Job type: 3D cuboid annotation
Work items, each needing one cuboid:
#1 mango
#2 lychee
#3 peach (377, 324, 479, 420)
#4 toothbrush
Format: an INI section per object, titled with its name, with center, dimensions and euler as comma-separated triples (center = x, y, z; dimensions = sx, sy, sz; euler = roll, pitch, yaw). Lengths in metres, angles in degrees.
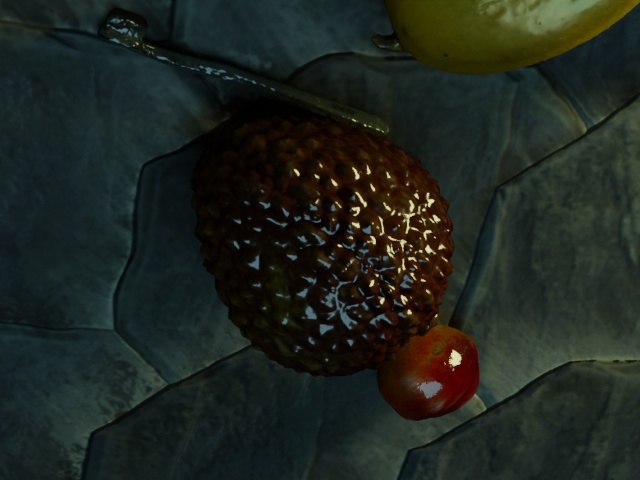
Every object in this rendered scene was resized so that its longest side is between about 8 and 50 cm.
[mango]
center = 0.180, -0.243, 1.558
dimensions = 0.317, 0.119, 0.176
euler = -22, 87, 19
[lychee]
center = 0.000, 0.000, 1.668
dimensions = 0.236, 0.236, 0.271
euler = -41, 103, 18
[peach]
center = 0.113, 0.133, 1.881
dimensions = 0.101, 0.100, 0.100
euler = -6, 128, -8
[toothbrush]
center = -0.064, -0.146, 1.666
dimensions = 0.297, 0.030, 0.030
euler = 20, 110, -25
